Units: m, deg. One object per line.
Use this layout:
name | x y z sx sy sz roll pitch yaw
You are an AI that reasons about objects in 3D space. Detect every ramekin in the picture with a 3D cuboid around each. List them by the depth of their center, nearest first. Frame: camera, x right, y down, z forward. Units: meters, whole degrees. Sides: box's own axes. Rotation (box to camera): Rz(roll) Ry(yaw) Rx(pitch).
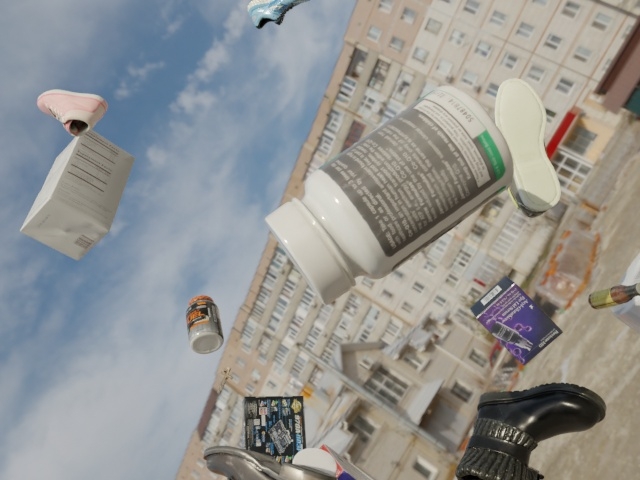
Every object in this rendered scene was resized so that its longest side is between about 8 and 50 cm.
ramekin | 0.809 0.104 1.320 0.277 0.135 0.277 -53 -14 -19

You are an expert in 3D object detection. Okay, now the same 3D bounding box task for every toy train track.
toy train track | -0.293 0.423 1.707 0.014 0.048 0.083 30 -99 -61

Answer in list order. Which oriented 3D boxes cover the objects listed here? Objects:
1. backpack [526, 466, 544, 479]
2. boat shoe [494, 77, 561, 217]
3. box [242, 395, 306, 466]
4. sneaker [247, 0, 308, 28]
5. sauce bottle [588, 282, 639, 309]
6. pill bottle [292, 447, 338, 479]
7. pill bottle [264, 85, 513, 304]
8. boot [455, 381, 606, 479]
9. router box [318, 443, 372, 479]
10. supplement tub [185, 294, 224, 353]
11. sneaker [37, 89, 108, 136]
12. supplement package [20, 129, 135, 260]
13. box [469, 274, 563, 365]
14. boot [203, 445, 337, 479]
backpack | 0.509 0.693 1.542 0.115 0.152 0.182 12 79 63
boat shoe | 0.433 -0.198 1.215 0.091 0.109 0.305 73 -171 -75
box | -0.130 0.549 1.582 0.051 0.175 0.220 114 155 -57
sneaker | -0.093 -0.552 1.353 0.063 0.162 0.073 -8 -95 -68
sauce bottle | 0.617 0.114 1.175 0.042 0.042 0.128 -51 4 -24
pill bottle | -0.022 0.481 1.034 0.108 0.108 0.193 -33 -44 -56
pill bottle | 0.105 -0.068 0.907 0.361 0.204 0.204 -35 -20 -6
boot | 0.516 0.500 1.391 0.348 0.131 0.260 -23 21 41
router box | 0.131 0.616 1.271 0.082 0.335 0.301 -52 -1 -12
supplement tub | -0.402 0.286 1.948 0.117 0.190 0.117 -10 -49 -12
sneaker | -0.440 -0.218 0.973 0.051 0.134 0.070 74 -154 -56
supplement package | -0.523 -0.106 1.237 0.139 0.134 0.244 -33 38 31
box | 0.566 0.231 1.645 0.153 0.207 0.108 -46 3 9
boot | -0.100 0.430 0.812 0.091 0.263 0.229 37 -119 -47
